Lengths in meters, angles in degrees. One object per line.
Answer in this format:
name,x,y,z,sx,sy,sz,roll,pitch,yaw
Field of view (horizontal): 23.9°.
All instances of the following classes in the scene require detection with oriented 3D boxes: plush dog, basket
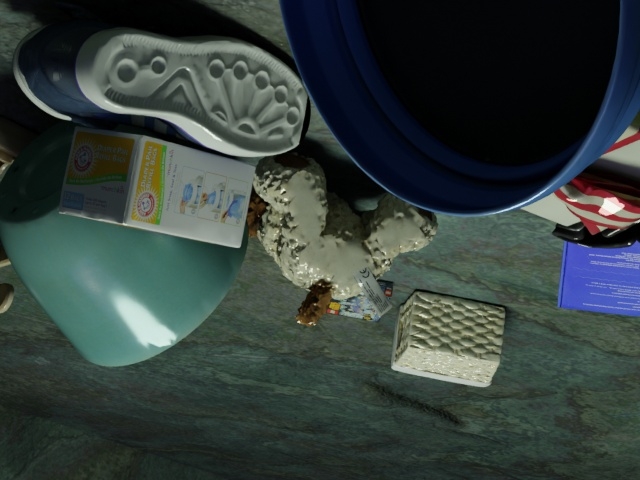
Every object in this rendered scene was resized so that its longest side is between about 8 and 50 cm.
plush dog,0.000,0.000,2.056,0.262,0.210,0.225,17,-176,-14
basket,0.207,0.156,2.425,0.167,0.113,0.103,10,157,-4

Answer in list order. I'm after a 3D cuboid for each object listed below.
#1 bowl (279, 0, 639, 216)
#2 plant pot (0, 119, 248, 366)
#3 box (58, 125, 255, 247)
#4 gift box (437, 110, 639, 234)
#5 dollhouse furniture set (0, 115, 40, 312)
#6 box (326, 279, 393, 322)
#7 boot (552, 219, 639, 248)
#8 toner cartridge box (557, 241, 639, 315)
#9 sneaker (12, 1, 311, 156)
bowl,0.113,-0.215,1.214,0.077,0.391,0.391,-17,178,-38
plant pot,-0.277,-0.022,1.962,0.293,0.293,0.235,-7,138,36
box,-0.188,-0.061,1.759,0.114,0.103,0.203,10,179,37
gift box,0.223,-0.150,1.444,0.255,0.258,0.276,18,156,-20
dollhouse furniture set,-0.487,-0.038,2.040,0.212,0.242,0.161,26,153,-38
box,0.061,0.093,2.440,0.094,0.027,0.137,11,159,-2
boot,0.368,-0.113,1.522,0.118,0.222,0.338,18,157,-19
toner cartridge box,0.492,0.030,1.982,0.348,0.075,0.165,6,142,8
sneaker,-0.197,-0.183,1.763,0.323,0.130,0.236,10,-179,-40
